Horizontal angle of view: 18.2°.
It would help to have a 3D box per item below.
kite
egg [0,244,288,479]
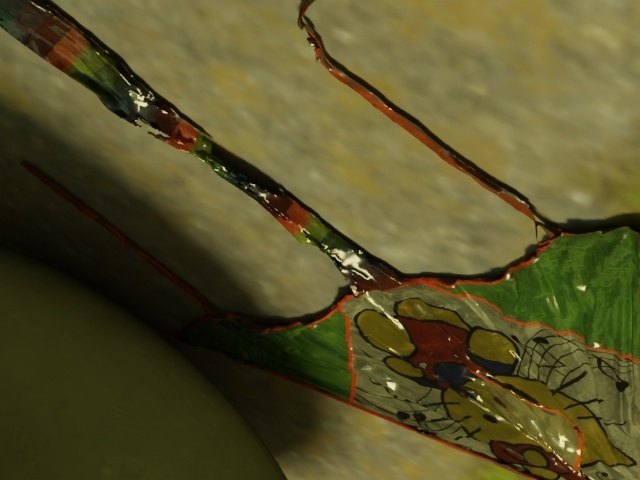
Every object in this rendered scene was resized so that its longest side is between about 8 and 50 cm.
[{"bbox_3d":[0.000,0.000,0.489,0.244,0.006,0.198,40,150,-19],"label":"kite"},{"bbox_3d":[-0.113,0.091,0.548,0.253,0.186,0.186,32,151,-2],"label":"egg"}]
